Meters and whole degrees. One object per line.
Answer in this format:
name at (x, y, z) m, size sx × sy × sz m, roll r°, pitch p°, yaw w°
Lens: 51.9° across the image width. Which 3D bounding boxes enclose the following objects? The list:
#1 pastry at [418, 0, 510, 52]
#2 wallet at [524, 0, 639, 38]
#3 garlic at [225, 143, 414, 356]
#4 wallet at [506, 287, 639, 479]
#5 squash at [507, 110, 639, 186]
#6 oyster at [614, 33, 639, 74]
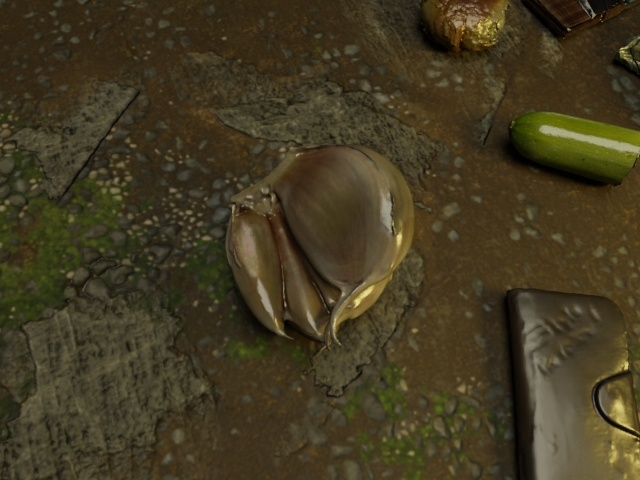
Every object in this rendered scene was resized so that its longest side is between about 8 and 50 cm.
pastry at (0.242, -0.389, 1.119) m, size 0.154 × 0.081 × 0.153 m, roll 2°, pitch 68°, yaw -5°
wallet at (0.490, -0.450, 1.187) m, size 0.230 × 0.042 × 0.124 m, roll -27°, pitch 67°, yaw -18°
garlic at (0.000, 0.000, 0.852) m, size 0.238 × 0.210 × 0.292 m, roll -25°, pitch 60°, yaw -22°
wallet at (0.333, 0.211, 0.859) m, size 0.165 × 0.042 × 0.309 m, roll 4°, pitch 64°, yaw 0°
squash at (0.382, -0.151, 1.012) m, size 0.188 × 0.095 × 0.095 m, roll 18°, pitch 65°, yaw 9°
oyster at (0.606, -0.314, 1.123) m, size 0.177 × 0.064 × 0.124 m, roll 32°, pitch 80°, yaw 1°
